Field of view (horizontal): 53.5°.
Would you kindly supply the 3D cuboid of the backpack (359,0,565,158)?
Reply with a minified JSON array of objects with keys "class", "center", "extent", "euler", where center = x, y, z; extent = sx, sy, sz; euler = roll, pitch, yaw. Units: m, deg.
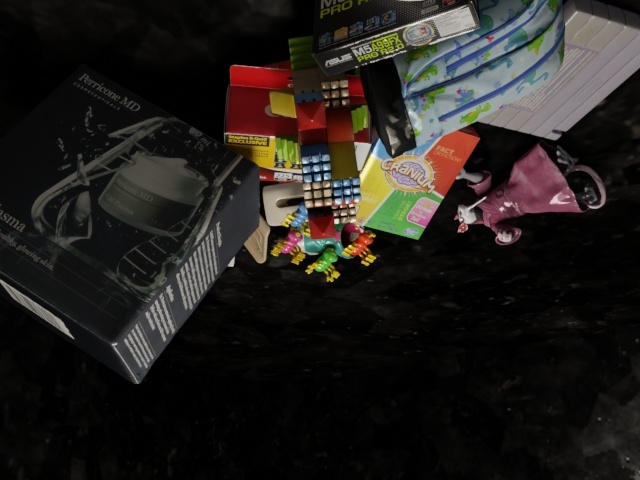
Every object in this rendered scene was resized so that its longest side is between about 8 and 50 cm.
[{"class":"backpack","center":[0.252,-0.337,1.124],"extent":[0.356,0.290,0.273],"euler":[-11,133,2]}]

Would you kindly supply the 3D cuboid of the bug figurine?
[{"class":"bug figurine","center":[0.000,0.000,1.681],"extent":[0.279,0.072,0.216],"euler":[27,131,-25]}]

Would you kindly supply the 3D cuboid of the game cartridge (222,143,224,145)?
[{"class":"game cartridge","center":[-0.369,-0.190,1.713],"extent":[0.297,0.062,0.198],"euler":[-3,157,11]}]

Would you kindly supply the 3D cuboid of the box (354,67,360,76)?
[{"class":"box","center":[0.175,-0.360,1.341],"extent":[0.178,0.042,0.109],"euler":[-12,151,27]}]

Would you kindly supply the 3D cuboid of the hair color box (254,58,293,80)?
[{"class":"hair color box","center":[-0.069,-0.342,1.379],"extent":[0.167,0.053,0.093],"euler":[-8,154,18]}]

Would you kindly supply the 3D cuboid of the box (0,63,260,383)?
[{"class":"box","center":[-0.455,-0.039,1.370],"extent":[0.480,0.471,0.297],"euler":[30,153,9]}]

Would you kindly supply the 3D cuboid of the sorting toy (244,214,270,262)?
[{"class":"sorting toy","center":[-0.210,-0.051,1.872],"extent":[0.038,0.193,0.208],"euler":[-31,162,-24]}]

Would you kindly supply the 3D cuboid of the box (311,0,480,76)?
[{"class":"box","center":[0.120,-0.407,1.054],"extent":[0.270,0.216,0.060],"euler":[-10,151,25]}]

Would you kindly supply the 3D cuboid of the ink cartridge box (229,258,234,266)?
[{"class":"ink cartridge box","center":[-0.325,-0.037,1.860],"extent":[0.166,0.065,0.332],"euler":[8,148,-6]}]

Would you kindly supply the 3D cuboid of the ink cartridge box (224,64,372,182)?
[{"class":"ink cartridge box","center":[-0.053,-0.241,1.387],"extent":[0.310,0.130,0.272],"euler":[3,157,-6]}]

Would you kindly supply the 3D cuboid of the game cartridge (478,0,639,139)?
[{"class":"game cartridge","center":[0.505,-0.348,1.328],"extent":[0.230,0.068,0.355],"euler":[14,152,-14]}]

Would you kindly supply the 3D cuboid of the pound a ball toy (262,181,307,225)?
[{"class":"pound a ball toy","center":[-0.024,-0.123,1.771],"extent":[0.319,0.135,0.208],"euler":[-7,-177,12]}]

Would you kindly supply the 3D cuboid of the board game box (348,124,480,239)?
[{"class":"board game box","center":[0.203,-0.165,1.553],"extent":[0.242,0.064,0.316],"euler":[13,124,-21]}]

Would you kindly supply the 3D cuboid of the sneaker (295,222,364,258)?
[{"class":"sneaker","center":[0.045,-0.013,1.865],"extent":[0.179,0.123,0.295],"euler":[2,-177,12]}]

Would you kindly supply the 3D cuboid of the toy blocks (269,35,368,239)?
[{"class":"toy blocks","center":[0.010,-0.159,1.185],"extent":[0.191,0.261,0.381],"euler":[-6,121,-1]}]

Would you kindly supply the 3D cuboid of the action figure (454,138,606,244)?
[{"class":"action figure","center":[0.513,-0.126,1.688],"extent":[0.276,0.248,0.370],"euler":[-10,168,-46]}]
